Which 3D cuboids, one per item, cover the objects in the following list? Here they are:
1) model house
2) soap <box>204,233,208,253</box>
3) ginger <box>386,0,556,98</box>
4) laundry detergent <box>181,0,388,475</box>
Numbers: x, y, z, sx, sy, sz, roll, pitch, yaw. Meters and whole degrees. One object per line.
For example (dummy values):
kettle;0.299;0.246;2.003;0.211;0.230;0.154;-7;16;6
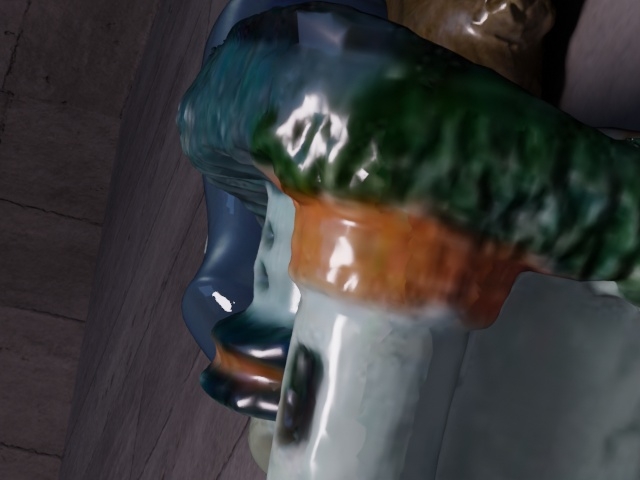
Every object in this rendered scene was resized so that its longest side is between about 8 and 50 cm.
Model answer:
model house;0.027;0.075;0.616;0.253;0.184;0.291;-162;81;-74
soap;-0.003;-0.076;1.100;0.145;0.091;0.230;-85;14;-48
ginger;0.073;-0.136;0.841;0.166;0.080;0.333;-29;50;58
laundry detergent;0.000;0.000;0.892;0.094;0.143;0.290;132;146;-51
